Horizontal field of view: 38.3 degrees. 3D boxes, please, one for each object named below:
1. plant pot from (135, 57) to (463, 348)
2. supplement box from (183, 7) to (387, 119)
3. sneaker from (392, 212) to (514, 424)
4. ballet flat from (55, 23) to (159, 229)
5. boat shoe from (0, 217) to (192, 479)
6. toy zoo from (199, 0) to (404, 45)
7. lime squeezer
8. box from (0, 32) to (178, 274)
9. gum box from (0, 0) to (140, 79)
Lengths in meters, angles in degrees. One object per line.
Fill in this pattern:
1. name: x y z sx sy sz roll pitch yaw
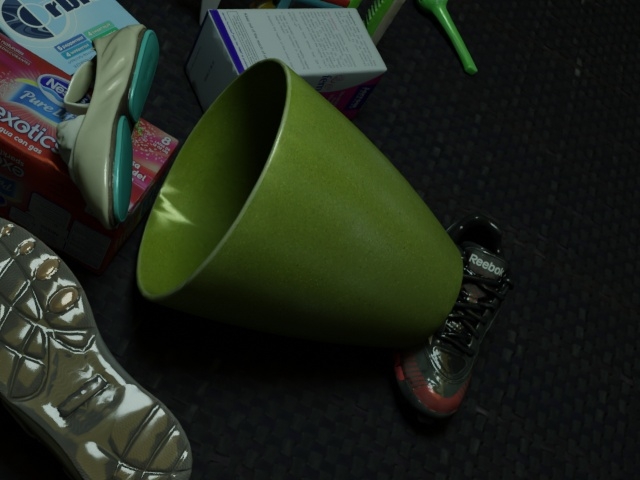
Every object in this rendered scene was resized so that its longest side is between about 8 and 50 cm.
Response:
1. plant pot: 0.000 0.000 0.991 0.294 0.275 0.274 30 48 -26
2. supplement box: -0.045 -0.223 1.191 0.220 0.111 0.113 -11 64 -32
3. sneaker: 0.157 0.077 1.073 0.098 0.135 0.276 27 52 -11
4. ballet flat: -0.213 -0.114 0.894 0.086 0.086 0.248 16 50 -16
5. boat shoe: -0.247 0.123 0.851 0.123 0.116 0.324 -32 82 -26
6. toy zoo: -0.037 -0.335 1.219 0.293 0.192 0.030 10 55 -21
7. lime squeezer: 0.202 -0.407 1.478 0.110 0.059 0.310 15 52 -17
8. box: -0.298 -0.097 0.965 0.257 0.128 0.122 31 48 -5
9. gum box: -0.329 -0.272 1.127 0.184 0.041 0.157 44 50 6
